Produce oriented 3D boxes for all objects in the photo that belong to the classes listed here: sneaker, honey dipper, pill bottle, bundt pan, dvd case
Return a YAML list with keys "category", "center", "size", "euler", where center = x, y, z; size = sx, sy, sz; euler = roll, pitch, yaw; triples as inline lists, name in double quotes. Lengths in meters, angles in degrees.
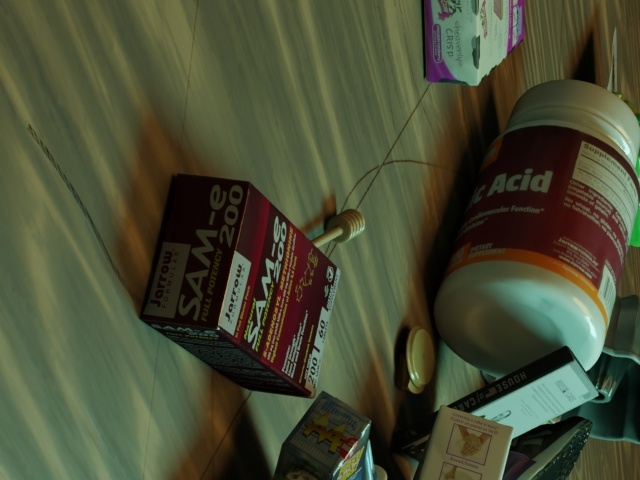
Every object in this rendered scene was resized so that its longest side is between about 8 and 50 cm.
- category: "sneaker"
  center: [0.287, 0.295, 2.162]
  size: [0.283, 0.124, 0.107]
  euler: [-22, 137, -54]
- category: "honey dipper"
  center: [0.000, 0.000, 1.532]
  size: [0.161, 0.030, 0.030]
  euler: [-30, 122, -60]
- category: "pill bottle"
  center: [0.305, -0.021, 2.045]
  size: [0.224, 0.224, 0.392]
  euler: [73, 30, -44]
- category: "bundt pan"
  center: [0.406, 0.170, 2.192]
  size: [0.331, 0.331, 0.124]
  euler: [61, 42, -55]
- category: "dvd case"
  center: [0.225, 0.217, 1.905]
  size: [0.029, 0.239, 0.179]
  euler: [65, 9, 25]

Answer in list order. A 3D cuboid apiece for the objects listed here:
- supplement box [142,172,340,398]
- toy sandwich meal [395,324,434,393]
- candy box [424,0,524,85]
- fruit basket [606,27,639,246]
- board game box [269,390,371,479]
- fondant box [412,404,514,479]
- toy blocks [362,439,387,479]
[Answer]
- category: "supplement box"
  center: [-0.062, 0.045, 1.315]
  size: [0.239, 0.073, 0.130]
  euler: [44, 55, -63]
- category: "toy sandwich meal"
  center: [0.114, 0.146, 1.860]
  size: [0.085, 0.029, 0.085]
  euler: [21, 66, -61]
- category: "candy box"
  center: [0.196, -0.302, 1.909]
  size: [0.233, 0.071, 0.159]
  euler: [-45, 136, -60]
- category: "fruit basket"
  center: [0.537, -0.159, 2.709]
  size: [0.353, 0.165, 0.327]
  euler: [-63, 150, -51]
- category: "board game box"
  center: [-0.024, 0.245, 1.395]
  size: [0.194, 0.060, 0.194]
  euler: [-33, 145, -49]
- category: "fondant box"
  center: [0.123, 0.391, 1.744]
  size: [0.238, 0.096, 0.330]
  euler: [101, 6, -56]
- category: "toy blocks"
  center: [0.038, 0.304, 1.657]
  size: [0.123, 0.054, 0.148]
  euler: [-52, 142, -56]
